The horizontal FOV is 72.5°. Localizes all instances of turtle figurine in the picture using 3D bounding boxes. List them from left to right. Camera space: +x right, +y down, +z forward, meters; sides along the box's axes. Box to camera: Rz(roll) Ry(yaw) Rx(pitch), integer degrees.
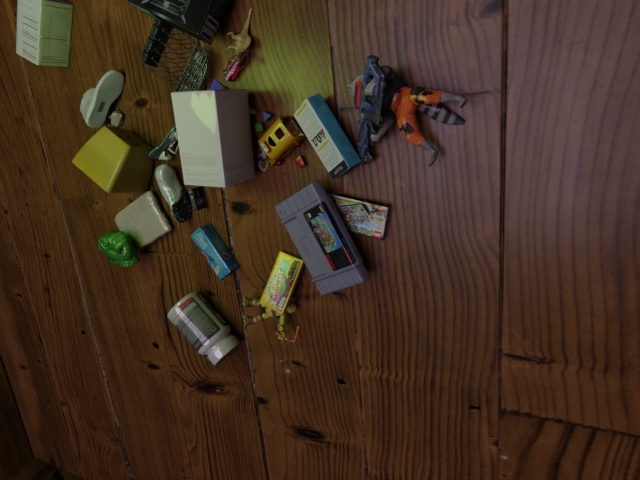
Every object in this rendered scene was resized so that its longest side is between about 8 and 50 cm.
[{"bbox_3d":[-0.178,0.244,1.632,0.217,0.087,0.270,-5,91,13],"label":"turtle figurine"}]

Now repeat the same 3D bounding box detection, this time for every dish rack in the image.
[{"bbox_3d":[-0.498,-0.635,1.522,0.271,0.074,0.208,43,122,7],"label":"dish rack"}]

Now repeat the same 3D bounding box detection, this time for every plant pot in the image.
[{"bbox_3d":[-0.781,-0.323,1.700,0.212,0.212,0.187,38,108,12],"label":"plant pot"}]

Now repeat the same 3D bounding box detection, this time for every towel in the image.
[{"bbox_3d":[-0.752,-0.074,1.848,0.282,0.049,0.187,-24,96,32],"label":"towel"}]

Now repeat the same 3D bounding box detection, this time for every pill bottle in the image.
[{"bbox_3d":[-0.472,0.360,1.779,0.283,0.161,0.161,47,121,7],"label":"pill bottle"}]

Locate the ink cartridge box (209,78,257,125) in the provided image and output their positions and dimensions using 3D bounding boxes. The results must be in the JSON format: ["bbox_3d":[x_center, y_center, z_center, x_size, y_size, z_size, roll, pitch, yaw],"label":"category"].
[{"bbox_3d":[-0.347,-0.418,1.528,0.208,0.045,0.206,40,121,12],"label":"ink cartridge box"}]

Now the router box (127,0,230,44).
[{"bbox_3d":[-0.433,-0.803,1.385,0.308,0.081,0.243,31,99,16],"label":"router box"}]

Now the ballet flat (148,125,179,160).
[{"bbox_3d":[-0.580,-0.349,1.658,0.203,0.074,0.074,-34,89,28],"label":"ballet flat"}]

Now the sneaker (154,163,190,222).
[{"bbox_3d":[-0.579,-0.183,1.713,0.086,0.085,0.237,2,113,54],"label":"sneaker"}]

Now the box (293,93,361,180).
[{"bbox_3d":[0.020,-0.316,1.341,0.244,0.060,0.100,59,149,-1],"label":"box"}]

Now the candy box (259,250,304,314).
[{"bbox_3d":[-0.137,0.151,1.566,0.105,0.027,0.206,20,88,25],"label":"candy box"}]

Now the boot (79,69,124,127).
[{"bbox_3d":[-0.877,-0.581,1.722,0.123,0.095,0.258,48,110,24],"label":"boot"}]

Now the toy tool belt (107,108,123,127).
[{"bbox_3d":[-0.826,-0.487,1.757,0.083,0.052,0.051,-54,41,26],"label":"toy tool belt"}]

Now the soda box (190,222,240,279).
[{"bbox_3d":[-0.409,0.042,1.697,0.071,0.067,0.210,-35,88,31],"label":"soda box"}]

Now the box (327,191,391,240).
[{"bbox_3d":[0.116,-0.080,1.403,0.206,0.036,0.114,15,113,23],"label":"box"}]

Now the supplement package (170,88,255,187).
[{"bbox_3d":[-0.342,-0.337,1.423,0.177,0.175,0.293,8,111,25],"label":"supplement package"}]

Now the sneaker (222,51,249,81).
[{"bbox_3d":[-0.285,-0.586,1.445,0.119,0.047,0.057,-38,76,30],"label":"sneaker"}]

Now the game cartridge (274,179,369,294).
[{"bbox_3d":[0.000,0.000,1.444,0.230,0.068,0.355,-25,94,52],"label":"game cartridge"}]

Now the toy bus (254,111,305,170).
[{"bbox_3d":[-0.150,-0.313,1.425,0.190,0.104,0.202,11,111,24],"label":"toy bus"}]

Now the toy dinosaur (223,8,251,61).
[{"bbox_3d":[-0.258,-0.645,1.404,0.092,0.053,0.183,9,82,31],"label":"toy dinosaur"}]

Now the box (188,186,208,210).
[{"bbox_3d":[-0.465,-0.160,1.660,0.018,0.067,0.083,-6,102,28],"label":"box"}]

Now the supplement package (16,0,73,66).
[{"bbox_3d":[-1.090,-0.832,1.720,0.133,0.139,0.244,30,117,14],"label":"supplement package"}]

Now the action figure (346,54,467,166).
[{"bbox_3d":[0.214,-0.352,1.231,0.330,0.178,0.341,38,149,18],"label":"action figure"}]

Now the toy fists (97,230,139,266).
[{"bbox_3d":[-0.882,0.034,1.881,0.279,0.096,0.142,2,113,50],"label":"toy fists"}]
